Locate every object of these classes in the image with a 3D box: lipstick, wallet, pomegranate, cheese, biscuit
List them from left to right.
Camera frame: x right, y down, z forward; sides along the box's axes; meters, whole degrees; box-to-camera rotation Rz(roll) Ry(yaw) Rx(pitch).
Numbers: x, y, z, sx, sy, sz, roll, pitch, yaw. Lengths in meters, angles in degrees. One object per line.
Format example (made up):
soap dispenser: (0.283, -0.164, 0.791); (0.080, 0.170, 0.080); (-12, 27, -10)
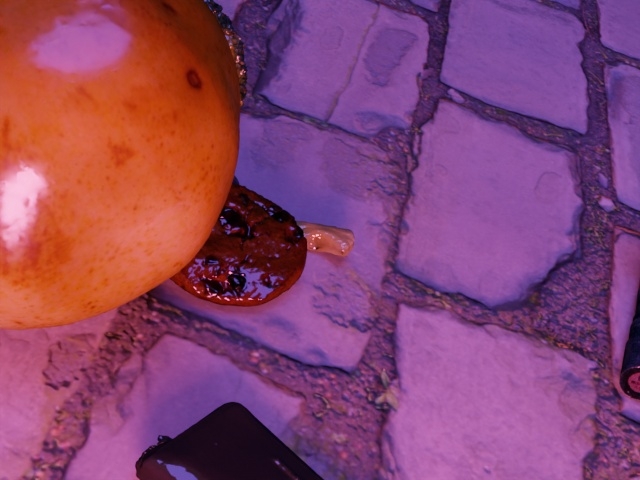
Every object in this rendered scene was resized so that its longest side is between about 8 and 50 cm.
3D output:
pomegranate: (-0.276, -0.104, 1.036); (0.417, 0.416, 0.416); (13, 41, -11)
biscuit: (-0.110, 0.002, 1.223); (0.192, 0.049, 0.192); (7, 45, -7)
wallet: (-0.048, 0.254, 0.983); (0.250, 0.044, 0.149); (40, 39, 20)
cheese: (0.000, 0.000, 1.290); (0.083, 0.030, 0.044); (9, 37, 0)
lipstick: (0.421, 0.113, 1.351); (0.054, 0.053, 0.234); (24, 36, 2)

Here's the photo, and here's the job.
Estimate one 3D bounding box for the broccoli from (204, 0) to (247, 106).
broccoli: (-0.201, -0.238, 1.401); (0.220, 0.194, 0.194); (40, 38, -15)

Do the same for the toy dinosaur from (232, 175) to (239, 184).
toy dinosaur: (-0.228, -0.074, 1.263); (0.248, 0.075, 0.188); (27, 50, -3)
